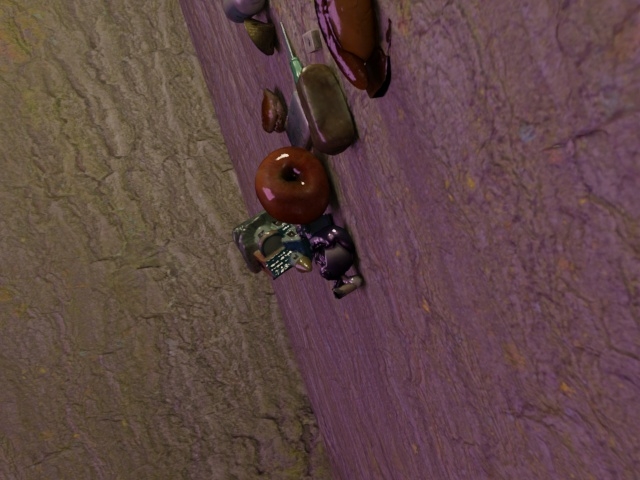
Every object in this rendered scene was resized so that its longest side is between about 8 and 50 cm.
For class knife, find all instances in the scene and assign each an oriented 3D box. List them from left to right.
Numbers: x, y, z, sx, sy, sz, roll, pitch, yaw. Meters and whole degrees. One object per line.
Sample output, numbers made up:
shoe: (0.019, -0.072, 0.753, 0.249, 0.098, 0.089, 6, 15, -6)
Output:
knife: (-0.086, -0.559, 1.987, 0.063, 0.035, 0.260, 85, 169, -62)

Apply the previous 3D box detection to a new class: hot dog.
hot dog: (0.055, -0.463, 1.376, 0.194, 0.107, 0.325, 161, 91, -76)

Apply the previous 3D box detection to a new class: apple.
apple: (-0.083, -0.165, 2.040, 0.253, 0.254, 0.253, 163, 90, -76)

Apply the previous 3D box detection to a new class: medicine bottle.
medicine bottle: (-0.236, -0.785, 2.106, 0.352, 0.110, 0.110, -152, 47, -70)

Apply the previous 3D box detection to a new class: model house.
model house: (-0.132, 0.019, 2.416, 0.325, 0.267, 0.194, 34, 154, 50)
model house: (0.000, 0.000, 2.161, 0.148, 0.120, 0.148, 63, 165, 6)

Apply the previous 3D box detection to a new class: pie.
pie: (-0.176, -0.464, 2.340, 0.193, 0.079, 0.163, 133, 123, -73)

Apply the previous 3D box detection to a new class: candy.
candy: (0.011, -0.344, 1.703, 0.104, 0.102, 0.233, 139, 115, -75)

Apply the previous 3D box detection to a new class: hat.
hat: (-0.176, -0.682, 2.117, 0.146, 0.067, 0.145, 41, -146, -35)

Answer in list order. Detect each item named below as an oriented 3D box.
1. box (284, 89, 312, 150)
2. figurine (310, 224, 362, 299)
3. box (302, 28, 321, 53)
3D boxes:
box: (-0.067, -0.368, 2.102, 0.285, 0.044, 0.142, 122, 125, -73)
figurine: (0.052, 0.062, 2.004, 0.222, 0.146, 0.145, 64, 166, -3)
box: (-0.023, -0.538, 1.762, 0.083, 0.024, 0.054, -151, 47, -72)
